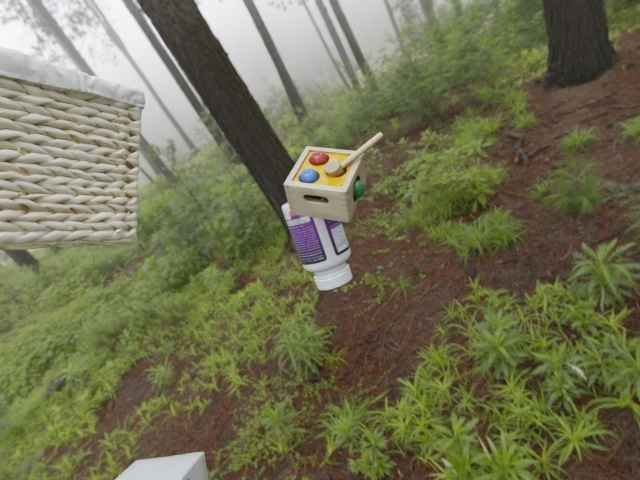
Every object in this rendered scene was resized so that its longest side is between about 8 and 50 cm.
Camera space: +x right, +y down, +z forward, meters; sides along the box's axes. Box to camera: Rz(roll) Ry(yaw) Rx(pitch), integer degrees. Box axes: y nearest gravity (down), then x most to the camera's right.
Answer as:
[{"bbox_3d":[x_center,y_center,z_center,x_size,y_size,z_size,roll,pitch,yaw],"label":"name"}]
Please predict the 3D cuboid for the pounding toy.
[{"bbox_3d":[0.027,-0.115,0.758,0.141,0.100,0.130,9,50,19],"label":"pounding toy"}]

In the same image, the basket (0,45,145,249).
[{"bbox_3d":[-0.505,-0.123,0.669,0.329,0.266,0.331,3,3,31],"label":"basket"}]

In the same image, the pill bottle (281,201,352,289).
[{"bbox_3d":[0.000,0.000,0.910,0.108,0.193,0.108,-18,10,3],"label":"pill bottle"}]

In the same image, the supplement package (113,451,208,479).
[{"bbox_3d":[-0.214,0.352,0.536,0.105,0.105,0.179,-10,-4,3],"label":"supplement package"}]
